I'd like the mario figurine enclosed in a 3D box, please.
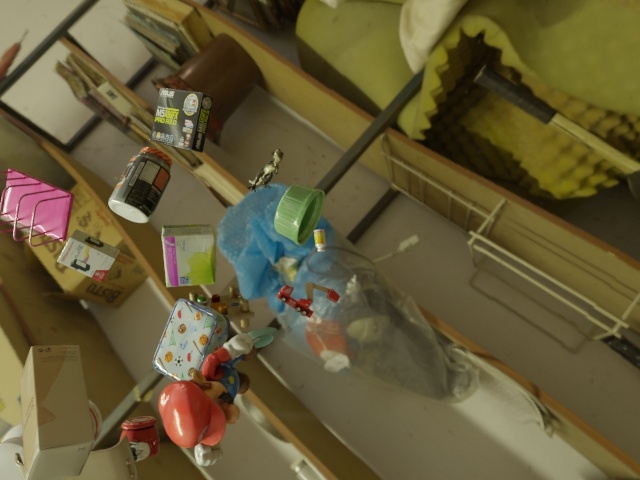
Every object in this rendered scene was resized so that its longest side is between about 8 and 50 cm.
[{"bbox_3d":[-0.194,0.321,0.953,0.198,0.170,0.320,64,-169,-3],"label":"mario figurine"}]

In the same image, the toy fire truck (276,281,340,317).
[{"bbox_3d":[-0.043,0.198,1.636,0.192,0.135,0.047,33,169,-2],"label":"toy fire truck"}]

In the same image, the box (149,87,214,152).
[{"bbox_3d":[-0.544,-0.469,1.796,0.270,0.216,0.060,19,-172,34],"label":"box"}]

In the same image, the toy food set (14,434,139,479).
[{"bbox_3d":[-0.714,0.693,1.373,0.092,0.306,0.220,-121,26,-65],"label":"toy food set"}]

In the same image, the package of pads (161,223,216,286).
[{"bbox_3d":[-0.581,0.069,2.073,0.101,0.229,0.297,-112,24,-53],"label":"package of pads"}]

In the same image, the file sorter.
[{"bbox_3d":[-1.136,-0.122,1.751,0.290,0.202,0.182,22,-163,8],"label":"file sorter"}]

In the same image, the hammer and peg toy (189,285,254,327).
[{"bbox_3d":[-0.459,0.285,2.075,0.361,0.265,0.127,-149,56,-62],"label":"hammer and peg toy"}]

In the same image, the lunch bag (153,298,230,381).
[{"bbox_3d":[-0.481,0.370,1.719,0.243,0.303,0.115,20,176,27],"label":"lunch bag"}]

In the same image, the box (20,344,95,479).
[{"bbox_3d":[-0.676,0.429,1.176,0.121,0.148,0.311,10,-151,-41],"label":"box"}]

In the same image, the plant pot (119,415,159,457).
[{"bbox_3d":[-0.902,0.979,2.300,0.191,0.174,0.191,-4,173,0],"label":"plant pot"}]

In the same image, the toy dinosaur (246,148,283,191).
[{"bbox_3d":[-0.213,-0.237,1.726,0.064,0.118,0.268,33,143,-22],"label":"toy dinosaur"}]

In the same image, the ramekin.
[{"bbox_3d":[-0.108,-0.141,2.353,0.148,0.303,0.303,24,171,14],"label":"ramekin"}]

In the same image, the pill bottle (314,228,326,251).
[{"bbox_3d":[0.000,0.000,1.785,0.043,0.043,0.083,84,180,-82],"label":"pill bottle"}]

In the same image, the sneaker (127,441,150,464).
[{"bbox_3d":[-0.905,0.977,2.099,0.153,0.235,0.094,-40,66,56],"label":"sneaker"}]

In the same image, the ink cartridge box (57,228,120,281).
[{"bbox_3d":[-0.877,0.058,1.750,0.175,0.127,0.072,30,-160,-21],"label":"ink cartridge box"}]

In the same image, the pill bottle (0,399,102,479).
[{"bbox_3d":[-1.014,0.750,1.715,0.229,0.229,0.407,41,180,1],"label":"pill bottle"}]

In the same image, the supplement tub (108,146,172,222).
[{"bbox_3d":[-0.809,-0.256,2.109,0.193,0.316,0.194,14,154,7],"label":"supplement tub"}]

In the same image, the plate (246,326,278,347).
[{"bbox_3d":[-0.285,0.468,2.185,0.188,0.188,0.024,49,-165,-56],"label":"plate"}]
